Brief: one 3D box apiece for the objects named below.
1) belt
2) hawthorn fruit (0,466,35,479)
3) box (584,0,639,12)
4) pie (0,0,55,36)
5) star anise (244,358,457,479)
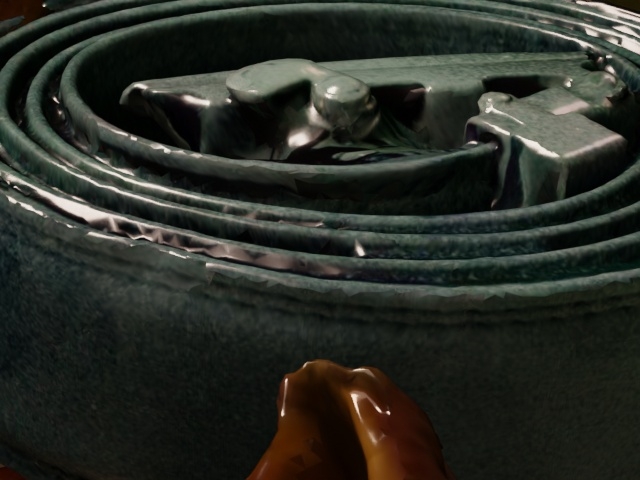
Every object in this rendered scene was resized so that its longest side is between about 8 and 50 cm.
[{"bbox_3d":[0.000,0.000,0.513,0.268,0.116,0.206,1,30,-3],"label":"belt"},{"bbox_3d":[-0.073,0.119,0.486,0.128,0.128,0.128,-24,28,14],"label":"hawthorn fruit"},{"bbox_3d":[0.172,-0.214,0.758,0.373,0.138,0.420,7,47,51],"label":"box"},{"bbox_3d":[-0.085,-0.189,0.856,0.085,0.308,0.308,30,60,26],"label":"pie"},{"bbox_3d":[0.015,0.138,0.346,0.190,0.126,0.220,-21,52,29],"label":"star anise"}]
